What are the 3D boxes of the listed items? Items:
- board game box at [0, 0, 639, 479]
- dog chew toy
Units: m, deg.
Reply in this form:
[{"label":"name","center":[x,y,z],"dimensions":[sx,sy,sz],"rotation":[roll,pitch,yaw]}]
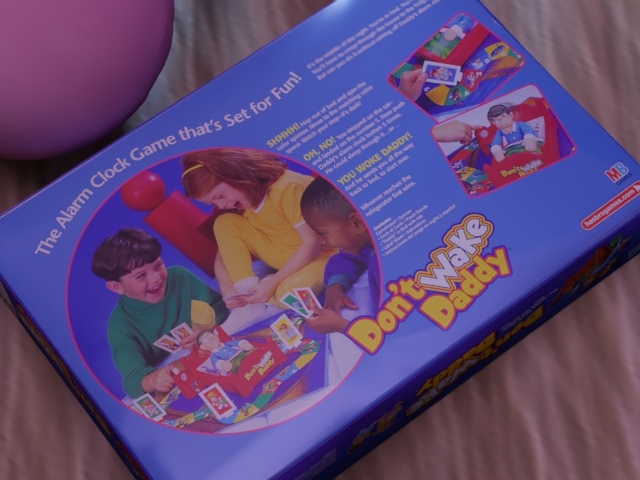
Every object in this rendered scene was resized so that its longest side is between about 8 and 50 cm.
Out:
[{"label":"board game box","center":[0.000,0.000,0.963],"dimensions":[0.347,0.078,0.233],"rotation":[-34,68,-15]},{"label":"dog chew toy","center":[-0.144,-0.215,0.978],"dimensions":[0.207,0.206,0.331],"rotation":[33,82,16]}]
